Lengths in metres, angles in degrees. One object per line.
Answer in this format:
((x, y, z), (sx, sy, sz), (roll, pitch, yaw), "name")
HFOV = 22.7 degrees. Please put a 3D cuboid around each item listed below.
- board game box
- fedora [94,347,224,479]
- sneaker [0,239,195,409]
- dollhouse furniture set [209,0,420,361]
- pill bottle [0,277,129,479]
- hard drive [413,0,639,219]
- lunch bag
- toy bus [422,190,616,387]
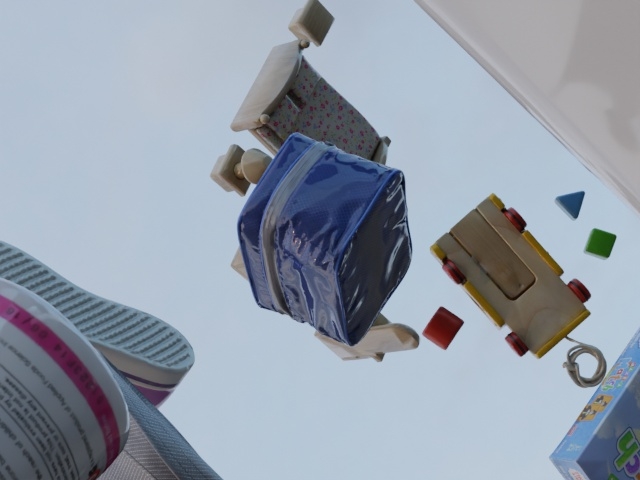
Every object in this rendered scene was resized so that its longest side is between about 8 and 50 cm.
((0.303, 0.167, 1.389), (0.211, 0.039, 0.160), (-50, -64, -26), "board game box")
((-0.122, 0.222, 1.232), (0.124, 0.275, 0.244), (-45, -33, -9), "fedora")
((-0.274, 0.108, 1.461), (0.282, 0.102, 0.161), (30, -60, -23), "sneaker")
((0.058, -0.083, 1.926), (0.303, 0.174, 0.355), (43, -124, -29), "dollhouse furniture set")
((-0.263, 0.164, 0.974), (0.283, 0.160, 0.160), (-47, -35, -35), "pill bottle")
((0.163, -0.030, 0.390), (0.318, 0.210, 0.040), (37, -118, -38), "hard drive")
((0.000, 0.000, 0.759), (0.067, 0.065, 0.098), (-55, -24, -28), "lunch bag")
((0.208, 0.048, 1.683), (0.104, 0.191, 0.202), (50, -135, -83), "toy bus")
